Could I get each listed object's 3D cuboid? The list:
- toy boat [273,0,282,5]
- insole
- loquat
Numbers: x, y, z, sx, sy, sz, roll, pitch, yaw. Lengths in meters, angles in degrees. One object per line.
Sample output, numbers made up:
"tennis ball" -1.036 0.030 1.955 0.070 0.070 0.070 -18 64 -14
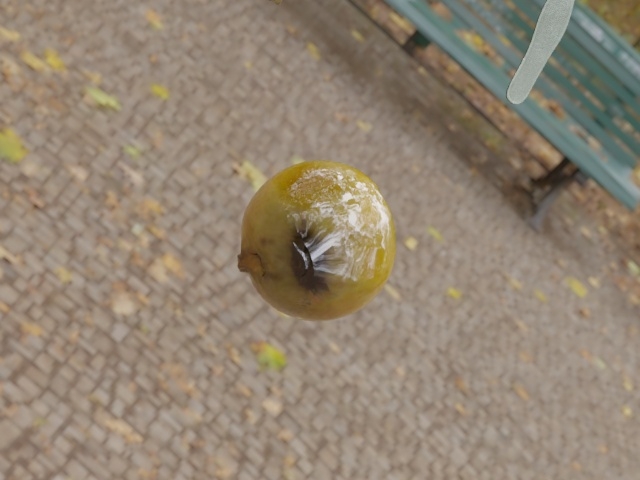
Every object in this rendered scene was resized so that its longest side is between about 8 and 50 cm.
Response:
"toy boat" -0.079 -0.357 1.554 0.121 0.089 0.321 37 19 -36
"insole" 0.254 -0.226 1.572 0.053 0.152 0.002 18 13 -43
"loquat" 0.000 0.000 1.276 0.163 0.163 0.137 37 -19 -13
